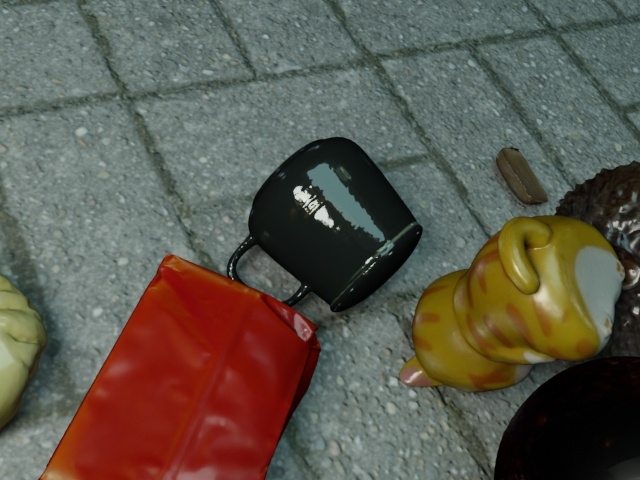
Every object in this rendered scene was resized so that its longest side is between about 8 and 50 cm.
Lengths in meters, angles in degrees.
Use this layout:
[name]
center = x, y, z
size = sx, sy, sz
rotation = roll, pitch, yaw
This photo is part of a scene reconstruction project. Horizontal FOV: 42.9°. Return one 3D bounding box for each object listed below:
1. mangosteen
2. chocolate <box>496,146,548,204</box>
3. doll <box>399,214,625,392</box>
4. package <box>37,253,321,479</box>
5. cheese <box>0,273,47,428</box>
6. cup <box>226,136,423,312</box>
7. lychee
[mangosteen]
center = 0.340, 0.247, 0.792
size = 0.347, 0.307, 0.307
rotation = -28, 67, -17
[chocolate]
center = 0.294, -0.090, 1.203
size = 0.065, 0.031, 0.100
rotation = -5, 60, -44
[doll]
center = 0.209, 0.078, 0.905
size = 0.162, 0.269, 0.166
rotation = 36, 49, 0
[package]
center = -0.138, 0.199, 0.779
size = 0.196, 0.123, 0.423
rotation = 23, 49, 1
[cheese]
center = -0.384, 0.108, 0.768
size = 0.214, 0.117, 0.226
rotation = 42, 58, 7
[cup]
center = 0.000, 0.000, 0.965
size = 0.223, 0.169, 0.176
rotation = -43, 84, -8
[lychee]
center = 0.411, 0.050, 0.999
size = 0.300, 0.300, 0.300
rotation = 10, 53, -13
